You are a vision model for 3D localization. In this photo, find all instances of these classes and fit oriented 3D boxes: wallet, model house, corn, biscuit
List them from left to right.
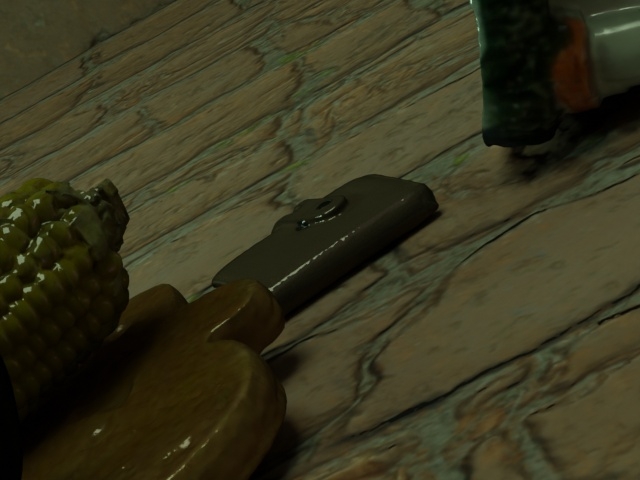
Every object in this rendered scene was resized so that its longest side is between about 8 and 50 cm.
[{"bbox_3d":[-0.247,0.087,1.184,0.347,0.130,0.130,-44,19,-16],"label":"corn"},{"bbox_3d":[-0.128,0.125,1.170,0.275,0.052,0.355,-36,18,-8],"label":"biscuit"},{"bbox_3d":[0.000,0.000,1.360,0.152,0.039,0.118,-36,19,-17],"label":"wallet"},{"bbox_3d":[0.254,-0.197,1.350,0.301,0.190,0.271,-9,17,13],"label":"model house"}]

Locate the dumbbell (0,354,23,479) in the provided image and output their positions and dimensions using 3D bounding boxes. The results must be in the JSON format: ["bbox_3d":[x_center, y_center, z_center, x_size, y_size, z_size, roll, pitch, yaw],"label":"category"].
[{"bbox_3d":[-0.236,0.152,0.915,0.203,0.204,0.322,-30,25,-2],"label":"dumbbell"}]
